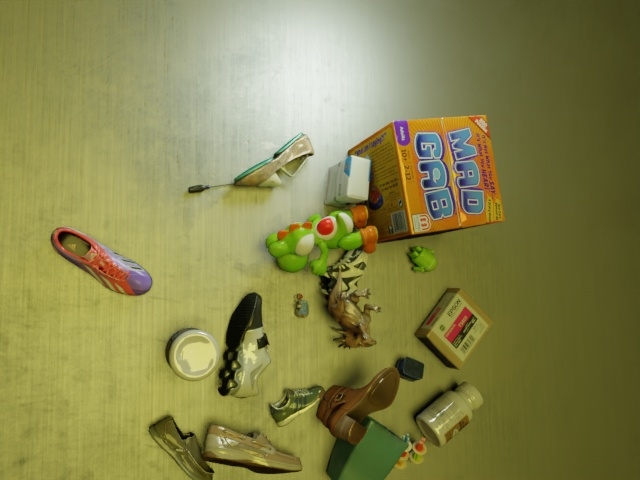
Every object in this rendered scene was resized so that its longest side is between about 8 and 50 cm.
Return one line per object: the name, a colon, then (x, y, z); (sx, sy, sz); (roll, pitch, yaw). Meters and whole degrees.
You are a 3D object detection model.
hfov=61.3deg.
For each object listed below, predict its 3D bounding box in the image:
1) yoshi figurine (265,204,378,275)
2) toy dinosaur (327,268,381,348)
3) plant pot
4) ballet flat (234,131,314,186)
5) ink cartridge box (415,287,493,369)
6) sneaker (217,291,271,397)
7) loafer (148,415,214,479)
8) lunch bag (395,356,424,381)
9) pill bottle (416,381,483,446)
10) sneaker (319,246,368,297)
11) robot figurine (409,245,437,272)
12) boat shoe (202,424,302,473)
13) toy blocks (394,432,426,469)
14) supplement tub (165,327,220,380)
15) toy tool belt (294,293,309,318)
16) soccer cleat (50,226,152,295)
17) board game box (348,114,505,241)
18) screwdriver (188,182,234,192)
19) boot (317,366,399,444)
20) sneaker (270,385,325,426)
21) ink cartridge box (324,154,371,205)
yoshi figurine: (-0.005, 0.008, 1.800); (0.361, 0.203, 0.203); (-12, 103, -15)
toy dinosaur: (0.090, 0.252, 1.796); (0.127, 0.200, 0.296); (-34, 91, -37)
plant pot: (0.138, 0.711, 1.781); (0.165, 0.165, 0.234); (36, 79, -13)
ballet flat: (-0.142, -0.245, 1.814); (0.316, 0.107, 0.106); (-38, 105, -18)
ink cartridge box: (0.495, 0.324, 1.992); (0.193, 0.088, 0.235); (44, 72, -12)
sneaker: (-0.220, 0.335, 1.724); (0.146, 0.122, 0.331); (21, 76, -35)
loafer: (-0.402, 0.627, 1.623); (0.087, 0.094, 0.251); (-44, 99, -15)
lunch bag: (0.319, 0.461, 1.924); (0.098, 0.065, 0.067); (25, 61, -15)
pill bottle: (0.465, 0.613, 1.925); (0.229, 0.131, 0.131); (-33, 96, -20)
sneaker: (0.066, 0.090, 1.855); (0.153, 0.094, 0.235); (18, 88, -26)
robot figurine: (0.382, 0.069, 1.989); (0.115, 0.067, 0.101); (37, 65, -13)
boat shoe: (-0.197, 0.652, 1.680); (0.341, 0.121, 0.110); (26, 51, -29)
toy blocks: (0.314, 0.712, 1.857); (0.123, 0.054, 0.148); (-8, 126, -21)
supplement tub: (-0.385, 0.334, 1.605); (0.144, 0.199, 0.145); (2, 83, -21)
toy tool belt: (-0.061, 0.220, 1.817); (0.052, 0.051, 0.083); (-2, 84, -21)
soccer cleat: (-0.642, 0.065, 1.584); (0.318, 0.116, 0.109); (35, 74, -13)
board game box: (0.347, -0.196, 1.851); (0.356, 0.356, 0.357); (-8, 87, -21)
screwdriver: (-0.352, -0.177, 1.777); (0.169, 0.025, 0.024); (-11, 87, -30)
boot: (0.119, 0.513, 1.764); (0.109, 0.220, 0.284); (40, 74, -24)
sneaker: (-0.079, 0.519, 1.769); (0.192, 0.064, 0.086); (-33, 101, -17)
ink cartridge box: (0.090, -0.196, 1.845); (0.082, 0.190, 0.140); (9, 81, -20)
